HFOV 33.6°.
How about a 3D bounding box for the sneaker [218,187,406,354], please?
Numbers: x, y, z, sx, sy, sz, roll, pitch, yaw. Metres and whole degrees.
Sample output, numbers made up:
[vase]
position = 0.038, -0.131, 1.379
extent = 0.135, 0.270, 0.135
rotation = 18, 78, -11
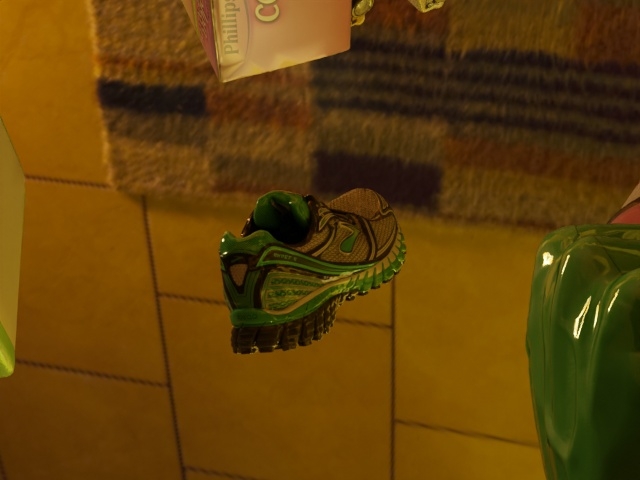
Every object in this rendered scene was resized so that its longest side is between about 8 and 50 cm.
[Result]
[sneaker]
position = 0.000, 0.000, 1.212
extent = 0.134, 0.343, 0.146
rotation = -3, 107, 25

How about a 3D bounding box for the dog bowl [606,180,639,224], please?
[dog bowl]
position = 0.337, 0.100, 0.695
extent = 0.408, 0.150, 0.408
rotation = 45, 158, 23

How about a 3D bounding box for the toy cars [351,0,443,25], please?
[toy cars]
position = 0.039, -0.310, 1.143
extent = 0.176, 0.087, 0.394
rotation = 61, 164, -16

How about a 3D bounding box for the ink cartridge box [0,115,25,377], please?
[ink cartridge box]
position = -0.270, -0.026, 0.392
extent = 0.273, 0.114, 0.198
rotation = -6, 146, -2

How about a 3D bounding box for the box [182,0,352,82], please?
[box]
position = -0.069, -0.293, 0.842
extent = 0.117, 0.243, 0.213
rotation = -16, 143, -12

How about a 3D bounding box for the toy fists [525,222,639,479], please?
[toy fists]
position = 0.143, 0.068, 0.482
extent = 0.096, 0.279, 0.142
rotation = -10, 81, 11
